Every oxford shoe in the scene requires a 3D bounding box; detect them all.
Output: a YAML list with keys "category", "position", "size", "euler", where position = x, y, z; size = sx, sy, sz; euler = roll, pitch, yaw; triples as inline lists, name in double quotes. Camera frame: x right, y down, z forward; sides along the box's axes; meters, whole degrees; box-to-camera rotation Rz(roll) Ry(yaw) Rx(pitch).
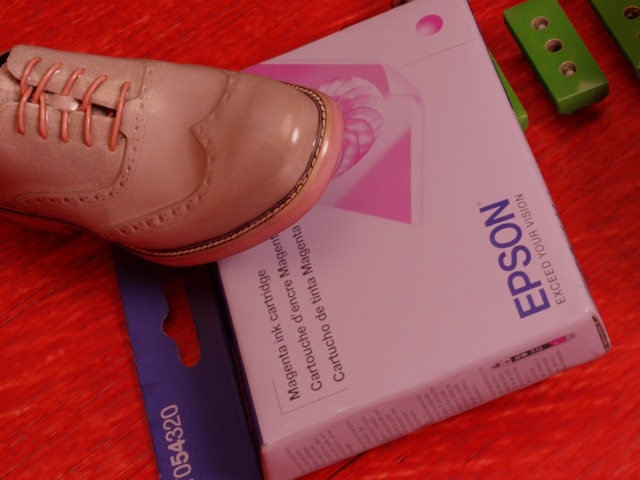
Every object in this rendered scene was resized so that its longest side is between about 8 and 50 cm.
- category: "oxford shoe"
  position: [-0.159, -0.070, 1.281]
  size: [0.397, 0.146, 0.140]
  euler: [-1, 68, 41]

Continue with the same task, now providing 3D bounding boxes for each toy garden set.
- category: "toy garden set"
  position: [0.138, -0.159, 1.430]
  size: [0.244, 0.049, 0.204]
  euler: [-22, 53, -4]

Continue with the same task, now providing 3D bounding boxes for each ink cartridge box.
- category: "ink cartridge box"
  position: [0.000, 0.000, 1.284]
  size: [0.330, 0.071, 0.324]
  euler: [-22, 53, 5]
